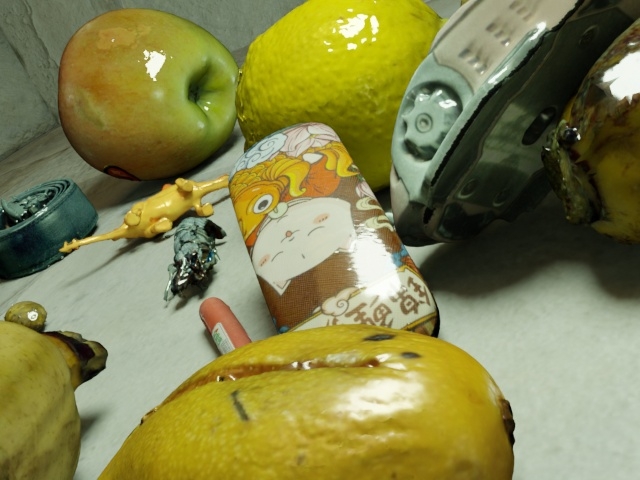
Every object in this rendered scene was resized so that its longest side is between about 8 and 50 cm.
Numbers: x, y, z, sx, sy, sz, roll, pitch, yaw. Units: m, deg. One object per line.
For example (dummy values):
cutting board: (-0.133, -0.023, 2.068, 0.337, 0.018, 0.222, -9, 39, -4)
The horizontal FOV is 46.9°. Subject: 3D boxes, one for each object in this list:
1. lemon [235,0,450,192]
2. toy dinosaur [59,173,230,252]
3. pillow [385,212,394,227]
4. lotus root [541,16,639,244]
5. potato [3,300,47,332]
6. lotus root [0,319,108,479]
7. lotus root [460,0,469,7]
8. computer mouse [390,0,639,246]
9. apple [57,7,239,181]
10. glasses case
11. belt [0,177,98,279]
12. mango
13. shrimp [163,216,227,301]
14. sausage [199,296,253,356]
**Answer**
lemon: (0.029, -0.174, 0.898, 0.320, 0.245, 0.245, -25, 19, 29)
toy dinosaur: (-0.264, -0.040, 1.157, 0.288, 0.070, 0.117, -26, 10, -12)
pillow: (0.014, 0.019, 0.732, 0.136, 0.055, 0.091, -18, 4, 15)
lotus root: (0.339, -0.134, 0.540, 0.398, 0.179, 0.196, -29, 7, -1)
potato: (-0.399, 0.106, 1.002, 0.051, 0.040, 0.083, -27, 21, -29)
lotus root: (-0.266, 0.151, 0.566, 0.183, 0.182, 0.310, -16, 20, 23)
lotus root: (0.319, -0.433, 1.376, 0.110, 0.097, 0.258, -14, 28, 20)
computer mouse: (0.173, -0.154, 0.620, 0.200, 0.115, 0.389, 5, -54, -52)
apple: (-0.317, -0.272, 1.424, 0.305, 0.338, 0.338, 5, 32, 19)
glasses case: (0.000, 0.000, 0.651, 0.122, 0.082, 0.321, -27, 43, 1)
belt: (-0.533, -0.030, 1.359, 0.268, 0.116, 0.206, 6, 42, 49)
mango: (-0.030, 0.126, 0.440, 0.295, 0.120, 0.177, -12, 23, 31)
shrimp: (-0.165, 0.015, 0.915, 0.082, 0.076, 0.174, -44, 17, 15)
sausage: (-0.077, 0.098, 0.672, 0.034, 0.034, 0.253, -30, 21, -11)
